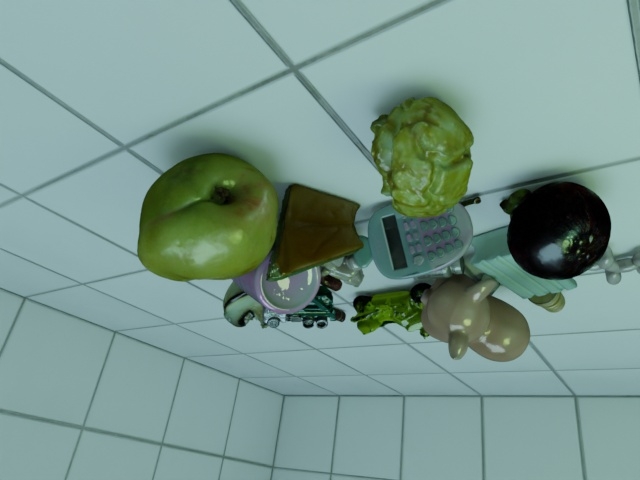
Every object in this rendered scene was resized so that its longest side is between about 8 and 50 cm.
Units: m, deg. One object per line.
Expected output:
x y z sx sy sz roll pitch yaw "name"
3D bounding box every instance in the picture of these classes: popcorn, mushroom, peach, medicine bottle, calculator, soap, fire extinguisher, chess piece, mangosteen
0.186 -0.146 0.889 0.183 0.204 0.221 -2 136 19 "popcorn"
-0.190 0.155 1.565 0.267 0.164 0.189 -34 128 25 "mushroom"
-0.251 -0.047 1.090 0.314 0.281 0.315 -7 169 -17 "peach"
0.328 0.069 1.368 0.140 0.079 0.079 -7 148 28 "medicine bottle"
-0.136 0.077 1.297 0.178 0.178 0.290 24 176 -27 "medicine bottle"
0.213 -0.005 1.163 0.299 0.185 0.041 -18 171 28 "calculator"
0.537 0.060 1.284 0.265 0.087 0.160 29 147 -33 "soap"
0.025 0.272 1.874 0.158 0.043 0.064 25 -170 -28 "fire extinguisher"
0.679 0.169 1.454 0.094 0.094 0.170 -12 151 33 "chess piece"
0.497 -0.022 1.045 0.216 0.216 0.216 7 152 3 "mangosteen"

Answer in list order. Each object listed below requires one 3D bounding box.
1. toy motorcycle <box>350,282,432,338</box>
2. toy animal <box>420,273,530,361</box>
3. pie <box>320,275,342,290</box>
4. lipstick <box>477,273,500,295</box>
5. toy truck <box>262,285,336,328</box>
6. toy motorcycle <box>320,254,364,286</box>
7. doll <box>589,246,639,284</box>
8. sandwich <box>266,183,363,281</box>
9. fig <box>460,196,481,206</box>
0.273 0.248 1.661 0.342 0.142 0.206 -16 105 39 "toy motorcycle"
0.440 0.228 1.391 0.326 0.237 0.269 26 179 12 "toy animal"
0.003 0.108 1.506 0.154 0.036 0.154 32 -174 -4 "pie"
0.504 0.183 1.556 0.059 0.059 0.264 7 151 3 "lipstick"
-0.063 0.181 1.432 0.216 0.110 0.116 1 122 -5 "toy truck"
0.034 0.041 1.329 0.223 0.108 0.341 21 164 28 "toy motorcycle"
0.766 0.061 1.255 0.160 0.059 0.161 30 146 -35 "doll"
0.000 0.000 1.153 0.212 0.245 0.063 16 155 -13 "sandwich"
0.302 -0.030 1.184 0.124 0.124 0.236 17 128 -16 "fig"
